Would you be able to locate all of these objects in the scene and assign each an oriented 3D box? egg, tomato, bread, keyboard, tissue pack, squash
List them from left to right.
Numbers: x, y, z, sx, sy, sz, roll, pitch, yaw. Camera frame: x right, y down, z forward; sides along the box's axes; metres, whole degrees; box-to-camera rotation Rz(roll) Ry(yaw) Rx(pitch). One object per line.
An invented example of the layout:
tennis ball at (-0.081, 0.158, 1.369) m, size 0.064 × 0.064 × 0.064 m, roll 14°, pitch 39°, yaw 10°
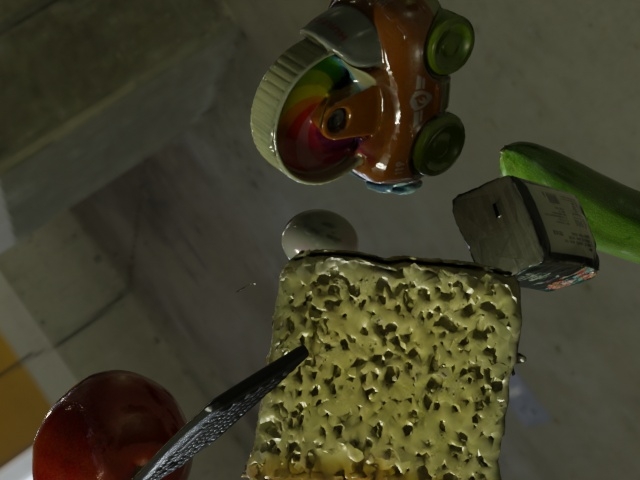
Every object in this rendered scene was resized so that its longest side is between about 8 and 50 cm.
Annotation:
tomato at (-0.236, 0.249, 1.430) m, size 0.136 × 0.195 × 0.195 m, roll 15°, pitch 138°, yaw 59°
keyboard at (-0.075, 0.126, 0.963) m, size 0.041 × 0.103 × 0.381 m, roll 52°, pitch 148°, yaw 14°
egg at (0.000, 0.000, 2.030) m, size 0.103 × 0.135 × 0.103 m, roll -9°, pitch 79°, yaw 56°
bread at (0.083, 0.135, 1.215) m, size 0.279 × 0.248 × 0.315 m, roll 5°, pitch -178°, yaw 21°
tissue pack at (0.216, -0.004, 1.281) m, size 0.170 × 0.090 × 0.103 m, roll 8°, pitch -121°, yaw -56°
squash at (0.409, -0.038, 1.784) m, size 0.395 × 0.107 × 0.107 m, roll 21°, pitch -178°, yaw -29°

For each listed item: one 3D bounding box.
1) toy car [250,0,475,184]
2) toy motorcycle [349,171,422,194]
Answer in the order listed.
toy car at (0.030, -0.153, 1.276) m, size 0.145 × 0.235 × 0.235 m, roll 35°, pitch 156°, yaw 41°
toy motorcycle at (0.060, -0.166, 1.696) m, size 0.260 × 0.154 × 0.206 m, roll 22°, pitch 137°, yaw 47°
